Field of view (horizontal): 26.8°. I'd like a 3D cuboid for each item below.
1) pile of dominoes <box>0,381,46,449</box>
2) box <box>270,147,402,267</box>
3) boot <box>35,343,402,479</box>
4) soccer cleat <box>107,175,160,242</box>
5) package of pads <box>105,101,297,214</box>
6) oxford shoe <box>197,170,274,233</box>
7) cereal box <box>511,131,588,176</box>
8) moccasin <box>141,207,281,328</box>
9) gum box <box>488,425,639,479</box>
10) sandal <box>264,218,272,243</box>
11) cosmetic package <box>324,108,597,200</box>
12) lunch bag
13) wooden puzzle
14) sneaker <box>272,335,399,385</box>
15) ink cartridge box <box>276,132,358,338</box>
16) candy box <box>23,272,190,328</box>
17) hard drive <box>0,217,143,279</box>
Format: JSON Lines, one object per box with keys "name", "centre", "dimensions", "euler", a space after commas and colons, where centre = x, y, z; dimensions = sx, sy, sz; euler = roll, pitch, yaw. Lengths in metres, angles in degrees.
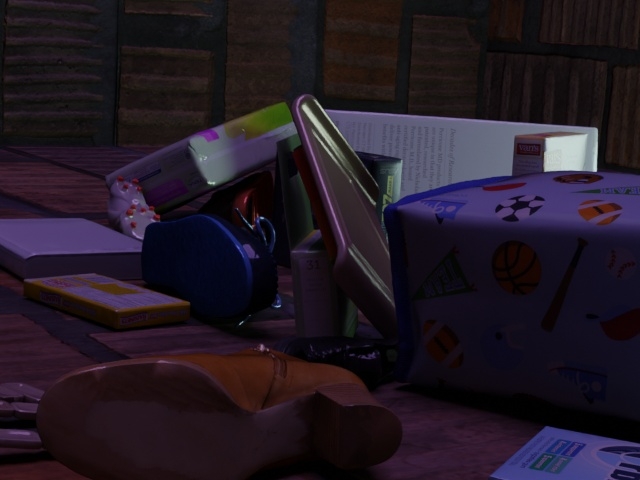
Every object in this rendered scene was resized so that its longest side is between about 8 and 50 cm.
{"name": "pile of dominoes", "centre": [-0.320, 0.152, 1.108], "dimensions": [0.251, 0.040, 0.196], "euler": [9, 5, -27]}
{"name": "box", "centre": [0.018, -0.040, 1.927], "dimensions": [0.059, 0.183, 0.233], "euler": [-4, 12, -36]}
{"name": "boot", "centre": [-0.098, 0.135, 1.083], "dimensions": [0.295, 0.104, 0.211], "euler": [6, 2, -23]}
{"name": "soccer cleat", "centre": [-0.300, -0.031, 2.145], "dimensions": [0.068, 0.076, 0.196], "euler": [11, 25, -25]}
{"name": "package of pads", "centre": [-0.202, -0.131, 2.317], "dimensions": [0.229, 0.101, 0.296], "euler": [-22, 4, 37]}
{"name": "oxford shoe", "centre": [-0.142, -0.070, 2.356], "dimensions": [0.098, 0.097, 0.271], "euler": [-1, 8, 11]}
{"name": "cereal box", "centre": [0.285, -0.017, 1.701], "dimensions": [0.047, 0.240, 0.173], "euler": [8, 10, 28]}
{"name": "moccasin", "centre": [-0.118, 0.018, 1.661], "dimensions": [0.117, 0.137, 0.342], "euler": [4, 9, -27]}
{"name": "gum box", "centre": [0.234, 0.190, 1.000], "dimensions": [0.184, 0.041, 0.157], "euler": [9, 10, 24]}
{"name": "sandal", "centre": [0.098, -0.001, 2.052], "dimensions": [0.167, 0.107, 0.446], "euler": [-6, 0, -42]}
{"name": "cosmetic package", "centre": [0.218, -0.100, 2.258], "dimensions": [0.453, 0.161, 0.230], "euler": [4, -13, 1]}
{"name": "lunch bag", "centre": [0.302, 0.041, 1.380], "dimensions": [0.328, 0.239, 0.385], "euler": [7, 16, 34]}
{"name": "wooden puzzle", "centre": [0.034, -0.010, 1.446], "dimensions": [0.044, 0.238, 0.221], "euler": [-23, -37, 14]}
{"name": "sneaker", "centre": [0.021, 0.119, 1.333], "dimensions": [0.089, 0.051, 0.170], "euler": [3, 4, 25]}
{"name": "ink cartridge box", "centre": [0.000, 0.000, 1.490], "dimensions": [0.056, 0.235, 0.171], "euler": [-3, 8, 8]}
{"name": "candy box", "centre": [-0.258, 0.070, 1.608], "dimensions": [0.105, 0.027, 0.206], "euler": [-7, 14, -41]}
{"name": "hard drive", "centre": [-0.370, 0.010, 1.913], "dimensions": [0.203, 0.040, 0.307], "euler": [-2, 10, -30]}
